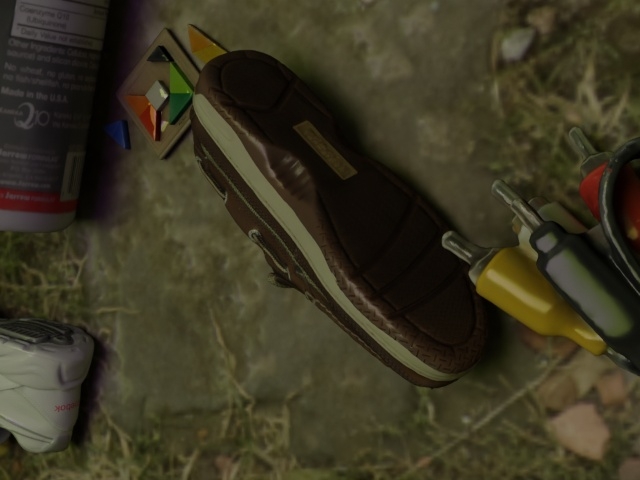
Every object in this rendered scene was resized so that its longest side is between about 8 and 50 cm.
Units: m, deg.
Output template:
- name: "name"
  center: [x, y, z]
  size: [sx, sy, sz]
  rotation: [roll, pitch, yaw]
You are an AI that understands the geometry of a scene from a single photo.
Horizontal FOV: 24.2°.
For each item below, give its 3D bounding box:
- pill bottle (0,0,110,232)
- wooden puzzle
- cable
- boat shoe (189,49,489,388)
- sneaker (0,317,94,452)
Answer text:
- name: "pill bottle"
  center: [-0.234, -0.158, 1.062]
  size: [0.161, 0.161, 0.283]
  rotation: [15, 98, 37]
- name: "wooden puzzle"
  center: [-0.113, -0.105, 1.060]
  size: [0.078, 0.014, 0.116]
  rotation: [49, 117, 28]
- name: "cable"
  center: [0.198, 0.059, 0.810]
  size: [0.139, 0.072, 0.287]
  rotation: [-41, 77, 11]
- name: "boat shoe"
  center: [0.006, -0.002, 0.933]
  size: [0.257, 0.095, 0.095]
  rotation: [54, 143, 24]
- name: "sneaker"
  center: [-0.276, 0.105, 1.135]
  size: [0.232, 0.090, 0.115]
  rotation: [14, 103, 35]
